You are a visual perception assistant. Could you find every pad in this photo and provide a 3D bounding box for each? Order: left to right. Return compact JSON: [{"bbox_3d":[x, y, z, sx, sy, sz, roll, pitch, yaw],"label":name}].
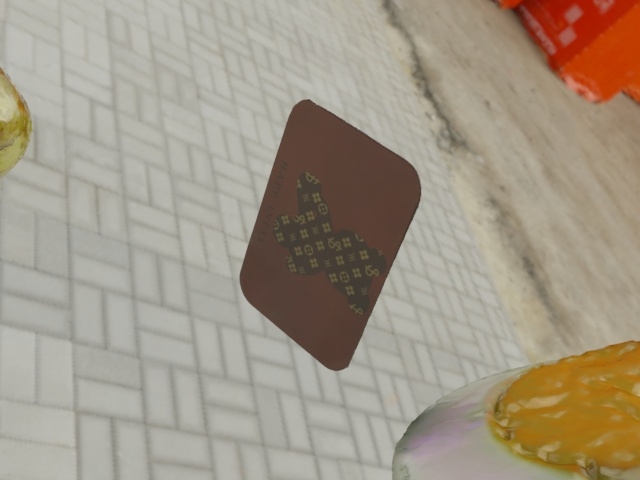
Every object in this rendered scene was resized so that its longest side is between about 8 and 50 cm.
[{"bbox_3d":[0.000,0.000,0.873,0.181,0.267,0.004,37,35,27],"label":"pad"}]

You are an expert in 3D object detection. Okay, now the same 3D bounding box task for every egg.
[{"bbox_3d":[0.184,0.172,0.483,0.286,0.265,0.174,-58,138,-74],"label":"egg"}]

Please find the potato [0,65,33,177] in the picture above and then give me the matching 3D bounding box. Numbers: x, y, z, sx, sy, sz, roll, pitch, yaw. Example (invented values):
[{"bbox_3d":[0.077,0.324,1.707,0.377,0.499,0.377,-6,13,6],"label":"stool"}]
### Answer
[{"bbox_3d":[-0.249,-0.064,0.495,0.107,0.171,0.080,63,34,-31],"label":"potato"}]
